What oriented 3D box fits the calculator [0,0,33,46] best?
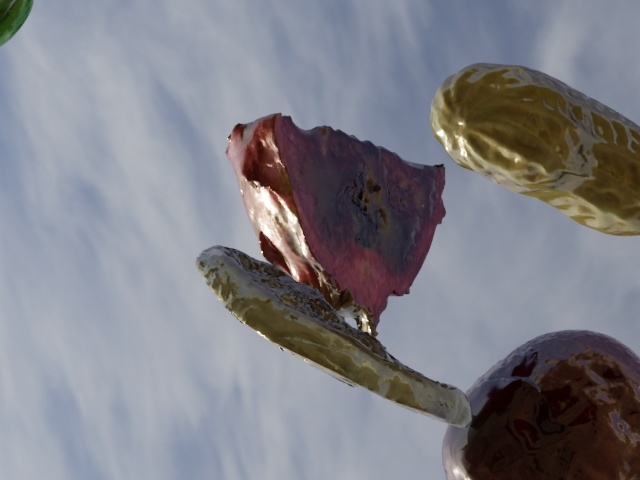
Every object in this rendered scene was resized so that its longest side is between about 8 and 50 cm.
[{"bbox_3d":[-0.221,-0.163,0.614,0.146,0.032,0.235,-44,-132,4],"label":"calculator"}]

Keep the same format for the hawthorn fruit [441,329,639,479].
[{"bbox_3d":[0.201,0.218,0.959,0.266,0.210,0.230,-25,-92,-22],"label":"hawthorn fruit"}]

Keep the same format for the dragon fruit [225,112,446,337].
[{"bbox_3d":[0.000,0.000,1.001,0.134,0.262,0.211,-16,-111,37],"label":"dragon fruit"}]

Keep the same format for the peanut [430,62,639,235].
[{"bbox_3d":[0.169,-0.064,0.735,0.194,0.093,0.083,24,-95,-4],"label":"peanut"}]

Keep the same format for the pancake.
[{"bbox_3d":[0.006,0.047,0.520,0.158,0.158,0.028,31,-90,21],"label":"pancake"}]
